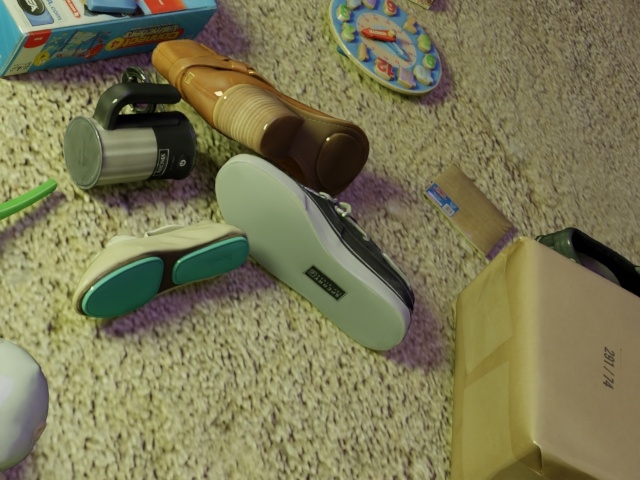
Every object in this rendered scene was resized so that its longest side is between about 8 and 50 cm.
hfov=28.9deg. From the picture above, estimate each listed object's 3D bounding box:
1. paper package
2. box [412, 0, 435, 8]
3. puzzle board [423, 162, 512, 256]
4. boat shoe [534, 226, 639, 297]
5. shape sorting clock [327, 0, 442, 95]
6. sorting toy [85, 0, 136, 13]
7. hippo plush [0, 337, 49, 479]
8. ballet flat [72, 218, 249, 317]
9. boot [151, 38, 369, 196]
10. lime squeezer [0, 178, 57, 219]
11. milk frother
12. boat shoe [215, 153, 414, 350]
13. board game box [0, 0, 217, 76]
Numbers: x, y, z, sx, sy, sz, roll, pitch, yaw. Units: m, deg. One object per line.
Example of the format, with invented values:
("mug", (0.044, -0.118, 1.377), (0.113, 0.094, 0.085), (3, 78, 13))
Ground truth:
("paper package", (0.331, 0.211, 1.571), (0.309, 0.168, 0.325), (26, 45, -20))
("box", (0.124, -0.439, 2.005), (0.137, 0.027, 0.094), (23, 46, -23))
("puzzle board", (0.212, -0.044, 1.786), (0.128, 0.011, 0.096), (46, 44, 1))
("boat shoe", (0.450, 0.082, 1.799), (0.340, 0.113, 0.127), (35, 44, -12))
("shape sorting clock", (0.100, -0.303, 1.873), (0.206, 0.040, 0.206), (21, 48, -25))
("sorting toy", (-0.297, -0.430, 1.528), (0.196, 0.047, 0.348), (11, 52, -32))
("hippo plush", (-0.362, 0.144, 1.029), (0.294, 0.236, 0.234), (-14, 69, -43))
("ballet flat", (-0.189, 0.023, 1.385), (0.248, 0.086, 0.086), (-15, 69, -45))
("boot", (-0.076, -0.159, 1.596), (0.220, 0.109, 0.283), (37, 15, 31))
("lime squeezer", (-0.405, -0.027, 1.276), (0.310, 0.059, 0.110), (1, 28, -35))
("milk frother", (-0.237, -0.136, 1.459), (0.135, 0.129, 0.143), (-8, 21, -42))
("boat shoe", (0.003, -0.002, 1.519), (0.306, 0.113, 0.105), (40, 36, -10))
("board game box", (-0.331, -0.369, 1.555), (0.302, 0.086, 0.308), (-18, 71, -45))
